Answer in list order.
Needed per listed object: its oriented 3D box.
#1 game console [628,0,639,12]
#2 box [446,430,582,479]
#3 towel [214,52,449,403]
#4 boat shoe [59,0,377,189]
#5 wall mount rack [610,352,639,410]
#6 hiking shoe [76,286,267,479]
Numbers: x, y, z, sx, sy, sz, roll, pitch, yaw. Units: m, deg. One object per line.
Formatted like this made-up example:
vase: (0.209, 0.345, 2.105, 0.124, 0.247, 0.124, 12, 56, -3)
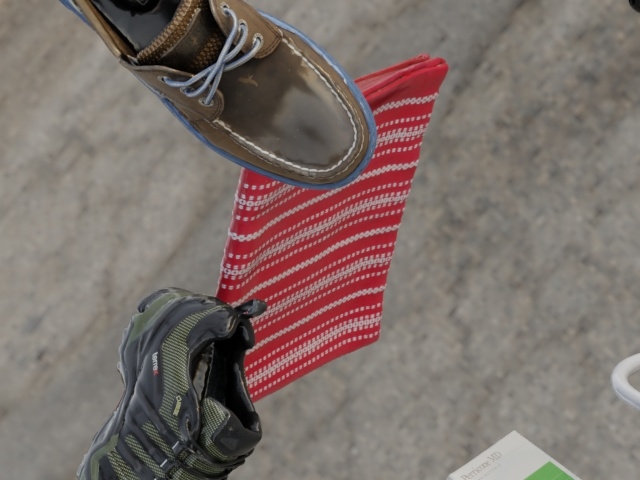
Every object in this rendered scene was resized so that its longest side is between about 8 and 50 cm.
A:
game console: (0.177, -0.159, 0.714, 0.122, 0.107, 0.071, -11, -4, 11)
box: (0.144, 0.226, 1.376, 0.101, 0.087, 0.102, -25, -37, -48)
towel: (0.000, 0.000, 1.288, 0.199, 0.031, 0.275, -24, -42, -42)
boat shoe: (-0.056, -0.083, 0.754, 0.066, 0.183, 0.066, -55, 0, 5)
wall mount rack: (0.394, 0.056, 1.241, 0.350, 0.130, 0.304, 9, 24, 21)
hiking shoe: (-0.097, 0.143, 1.181, 0.114, 0.086, 0.227, 0, 78, 50)
